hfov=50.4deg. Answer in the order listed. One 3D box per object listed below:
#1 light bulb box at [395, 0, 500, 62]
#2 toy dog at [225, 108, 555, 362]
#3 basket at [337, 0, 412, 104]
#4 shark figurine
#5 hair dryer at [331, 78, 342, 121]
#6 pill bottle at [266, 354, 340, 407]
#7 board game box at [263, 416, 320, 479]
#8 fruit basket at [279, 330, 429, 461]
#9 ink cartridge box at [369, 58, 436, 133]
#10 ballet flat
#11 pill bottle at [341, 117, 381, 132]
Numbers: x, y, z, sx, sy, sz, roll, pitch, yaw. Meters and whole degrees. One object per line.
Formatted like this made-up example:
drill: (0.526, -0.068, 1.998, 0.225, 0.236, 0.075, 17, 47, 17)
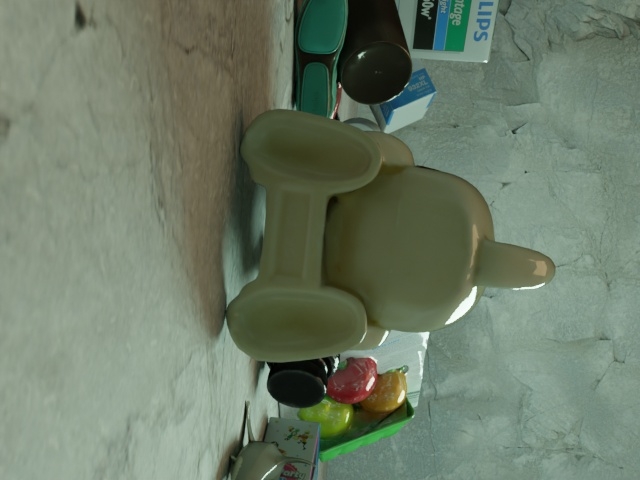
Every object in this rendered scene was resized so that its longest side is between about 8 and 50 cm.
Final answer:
light bulb box: (0.190, -0.571, 1.458, 0.357, 0.361, 0.225, -80, 173, -46)
toy dog: (0.098, -0.014, 0.928, 0.408, 0.396, 0.284, -2, 89, -76)
basket: (0.079, -0.363, 1.245, 0.226, 0.154, 0.204, -102, -156, -43)
shark figurine: (-0.065, 0.315, 0.895, 0.278, 0.116, 0.166, -30, 124, -86)
hair dryer: (0.052, -0.382, 1.699, 0.293, 0.080, 0.223, 62, 34, -81)
pill bottle: (-0.025, 0.161, 1.128, 0.219, 0.123, 0.122, -78, 172, -50)
board game box: (-0.067, 0.483, 1.130, 0.303, 0.098, 0.224, -78, 172, -60)
fruit basket: (0.063, 0.294, 1.403, 0.165, 0.327, 0.353, -122, -159, -45)
ink cartridge box: (0.165, -0.461, 1.779, 0.223, 0.129, 0.307, 92, -27, -83)
ballet flat: (-0.006, -0.318, 1.149, 0.087, 0.083, 0.247, -102, -163, -61)
pill bottle: (0.110, -0.266, 1.965, 0.301, 0.169, 0.169, -44, 139, -83)
